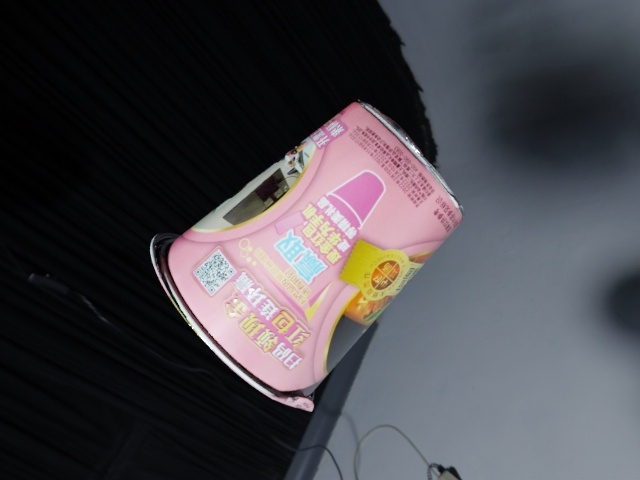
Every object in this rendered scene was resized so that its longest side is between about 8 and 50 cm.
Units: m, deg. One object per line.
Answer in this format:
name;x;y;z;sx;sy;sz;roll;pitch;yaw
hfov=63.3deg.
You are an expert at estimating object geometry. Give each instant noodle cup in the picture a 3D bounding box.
instant noodle cup;0.000;0.000;0.537;0.255;0.244;0.244;-42;33;6
